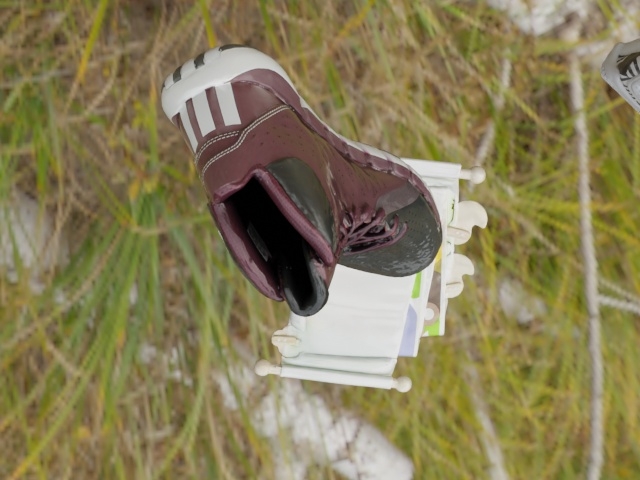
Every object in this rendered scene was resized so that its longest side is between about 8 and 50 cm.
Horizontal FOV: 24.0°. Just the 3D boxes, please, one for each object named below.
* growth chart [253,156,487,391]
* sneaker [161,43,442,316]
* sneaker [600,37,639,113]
[{"bbox_3d":[0.051,0.031,1.364,0.172,0.021,0.237,13,105,-12],"label":"growth chart"},{"bbox_3d":[0.000,0.000,1.024,0.106,0.163,0.281,-34,138,23],"label":"sneaker"},{"bbox_3d":[0.399,-0.163,1.205,0.137,0.366,0.210,37,81,-32],"label":"sneaker"}]
